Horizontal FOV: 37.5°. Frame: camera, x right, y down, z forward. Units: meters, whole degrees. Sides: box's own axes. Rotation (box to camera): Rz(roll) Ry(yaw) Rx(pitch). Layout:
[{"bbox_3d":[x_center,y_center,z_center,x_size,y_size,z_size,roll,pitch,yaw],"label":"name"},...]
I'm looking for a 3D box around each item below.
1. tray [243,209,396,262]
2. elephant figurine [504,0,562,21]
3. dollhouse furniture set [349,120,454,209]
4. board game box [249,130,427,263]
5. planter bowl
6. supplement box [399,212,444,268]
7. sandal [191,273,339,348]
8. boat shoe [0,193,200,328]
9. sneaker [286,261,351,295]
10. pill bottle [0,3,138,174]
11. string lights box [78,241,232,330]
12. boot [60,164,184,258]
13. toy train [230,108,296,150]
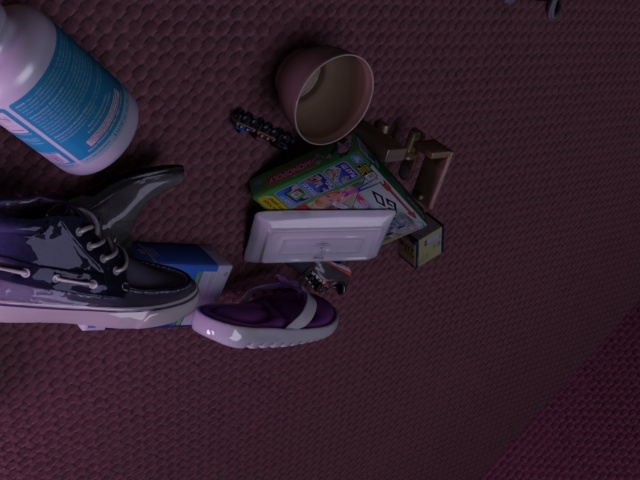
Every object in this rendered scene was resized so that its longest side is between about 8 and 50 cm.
[{"bbox_3d":[0.000,0.000,1.753,0.270,0.030,0.145,-1,142,-18],"label":"tray"},{"bbox_3d":[0.413,-0.492,1.752,0.185,0.170,0.239,-21,161,10],"label":"elephant figurine"},{"bbox_3d":[0.133,-0.139,1.772,0.151,0.144,0.123,-10,128,-42],"label":"dollhouse furniture set"},{"bbox_3d":[0.041,-0.068,1.745,0.213,0.046,0.317,-24,147,18],"label":"board game box"},{"bbox_3d":[-0.008,-0.255,1.563,0.162,0.109,0.162,-27,138,-27],"label":"planter bowl"},{"bbox_3d":[0.220,0.000,2.052,0.083,0.056,0.083,-30,139,-23],"label":"supplement box"},{"bbox_3d":[-0.073,0.118,1.722,0.416,0.169,0.102,-10,119,-66],"label":"sandal"},{"bbox_3d":[-0.318,0.027,1.323,0.340,0.127,0.158,1,116,-31],"label":"boat shoe"},{"bbox_3d":[-0.003,0.067,1.849,0.157,0.061,0.065,19,64,-30],"label":"sneaker"},{"bbox_3d":[-0.366,-0.205,1.223,0.146,0.146,0.264,-48,143,-1],"label":"pill bottle"},{"bbox_3d":[-0.288,0.077,1.601,0.259,0.076,0.133,4,118,-46],"label":"string lights box"},{"bbox_3d":[-0.305,-0.012,1.451,0.246,0.083,0.161,-24,105,-19],"label":"boot"},{"bbox_3d":[-0.099,-0.185,1.604,0.036,0.027,0.158,-48,145,17],"label":"toy train"}]
